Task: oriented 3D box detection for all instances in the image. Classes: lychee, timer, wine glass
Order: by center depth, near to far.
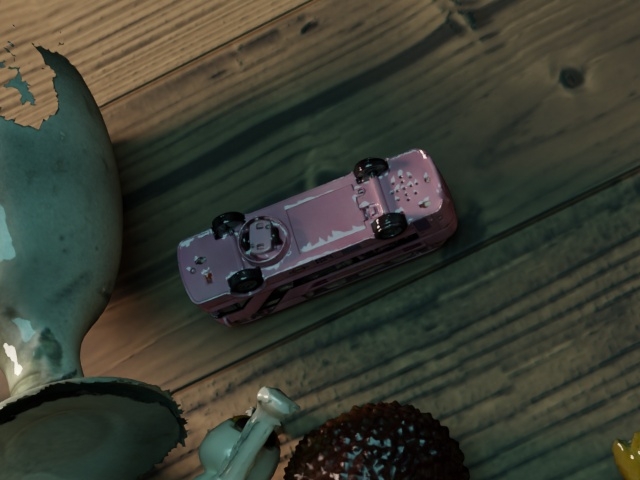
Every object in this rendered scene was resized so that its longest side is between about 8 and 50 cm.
[{"bbox_3d":[-0.099,0.226,1.337,0.175,0.175,0.266,26,76,23],"label":"timer"},{"bbox_3d":[0.035,0.170,1.338,0.129,0.123,0.123,20,78,29],"label":"lychee"},{"bbox_3d":[-0.220,0.022,1.402,0.190,0.190,0.357,-24,57,8],"label":"wine glass"}]

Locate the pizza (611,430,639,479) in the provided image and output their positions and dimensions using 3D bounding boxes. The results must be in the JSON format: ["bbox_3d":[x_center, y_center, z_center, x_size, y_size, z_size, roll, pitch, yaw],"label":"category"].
[{"bbox_3d":[0.360,0.195,1.253,0.257,0.087,0.268,-28,68,9],"label":"pizza"}]

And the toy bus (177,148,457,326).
[{"bbox_3d":[0.000,0.000,1.421,0.203,0.090,0.063,-21,67,8],"label":"toy bus"}]
